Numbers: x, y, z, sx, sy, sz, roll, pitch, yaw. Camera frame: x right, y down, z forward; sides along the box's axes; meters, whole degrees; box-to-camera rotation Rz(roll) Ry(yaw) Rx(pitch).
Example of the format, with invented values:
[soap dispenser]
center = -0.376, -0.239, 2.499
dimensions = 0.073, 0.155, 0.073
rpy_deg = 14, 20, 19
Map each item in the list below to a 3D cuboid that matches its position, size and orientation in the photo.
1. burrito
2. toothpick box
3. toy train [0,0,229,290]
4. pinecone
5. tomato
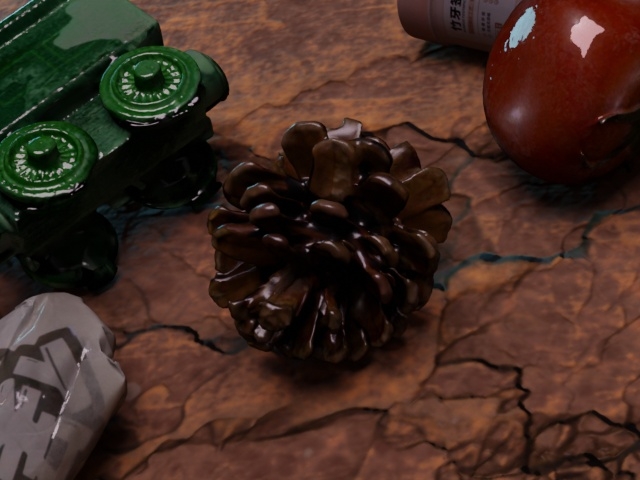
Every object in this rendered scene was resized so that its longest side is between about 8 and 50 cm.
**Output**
[burrito]
center = -0.284, 0.205, 1.059
dimensions = 0.139, 0.101, 0.445
rpy_deg = 20, 52, 27
[toothpick box]
center = 0.154, -0.208, 1.347
dimensions = 0.149, 0.098, 0.098
rpy_deg = 18, 53, 31
[toy train]
center = -0.208, -0.084, 1.286
dimensions = 0.202, 0.145, 0.266
rpy_deg = 36, 63, 28
[pinecone]
center = 0.001, 0.001, 1.143
dimensions = 0.179, 0.150, 0.195
rpy_deg = 11, 52, 19
[tomato]
center = 0.204, -0.131, 1.209
dimensions = 0.167, 0.167, 0.167
rpy_deg = -9, 43, 9
